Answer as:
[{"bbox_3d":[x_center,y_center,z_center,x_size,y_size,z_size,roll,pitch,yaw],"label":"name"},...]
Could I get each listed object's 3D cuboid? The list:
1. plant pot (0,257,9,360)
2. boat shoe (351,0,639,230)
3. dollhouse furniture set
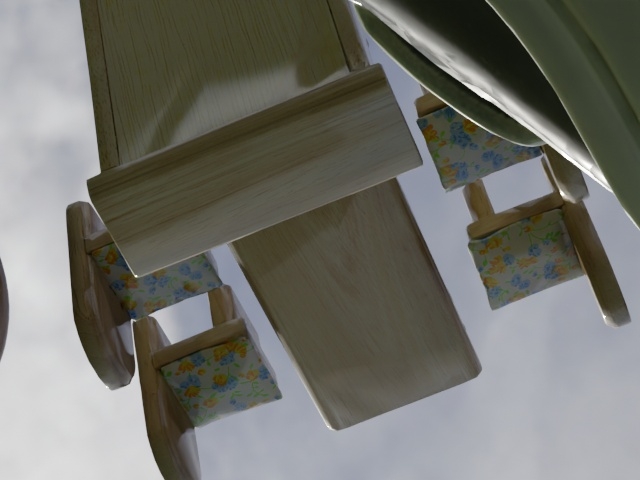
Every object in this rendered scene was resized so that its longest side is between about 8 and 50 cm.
[{"bbox_3d":[-0.244,-0.034,0.846,0.263,0.263,0.229,56,-44,29],"label":"plant pot"},{"bbox_3d":[0.061,-0.070,0.371,0.302,0.091,0.114,42,-83,7],"label":"boat shoe"},{"bbox_3d":[0.000,0.000,0.761,0.212,0.242,0.161,-22,-140,6],"label":"dollhouse furniture set"}]
